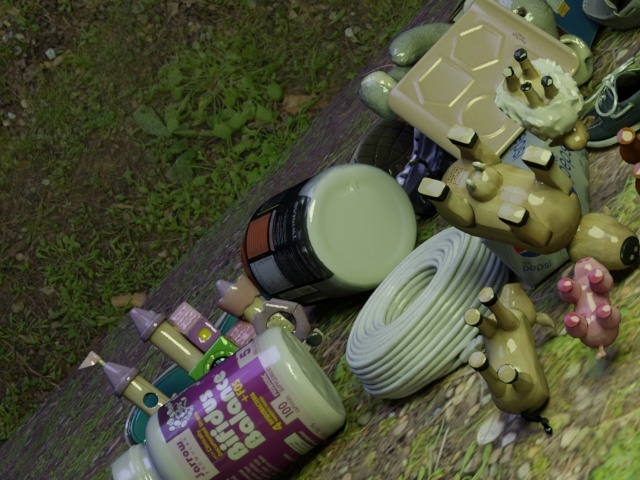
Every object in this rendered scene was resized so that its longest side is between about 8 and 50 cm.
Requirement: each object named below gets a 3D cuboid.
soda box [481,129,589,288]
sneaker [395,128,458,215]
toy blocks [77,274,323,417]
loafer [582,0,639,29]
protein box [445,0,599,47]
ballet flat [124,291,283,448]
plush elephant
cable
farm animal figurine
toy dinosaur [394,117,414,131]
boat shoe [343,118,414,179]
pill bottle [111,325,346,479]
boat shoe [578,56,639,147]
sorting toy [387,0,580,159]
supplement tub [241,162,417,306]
[{"bbox_3d":[0.278,-0.062,1.615,0.098,0.091,0.286,-42,13,28],"label":"soda box"},{"bbox_3d":[0.198,-0.142,2.088,0.106,0.078,0.234,23,92,44],"label":"sneaker"},{"bbox_3d":[-0.184,0.172,1.950,0.288,0.260,0.309,-49,-2,-8],"label":"toy blocks"},{"bbox_3d":[0.462,-0.381,1.870,0.319,0.112,0.112,-177,99,-76],"label":"loafer"},{"bbox_3d":[0.345,-0.383,2.084,0.136,0.201,0.199,-46,10,44],"label":"protein box"},{"bbox_3d":[-0.204,0.255,2.275,0.400,0.139,0.139,-51,12,-31],"label":"ballet flat"},{"bbox_3d":[0.258,-0.270,1.896,0.255,0.272,0.330,-47,8,31],"label":"plush elephant"},{"bbox_3d":[0.135,0.092,1.636,0.257,0.089,0.257,-42,14,28],"label":"cable"},{"bbox_3d":[0.238,0.001,1.347,0.330,0.172,0.327,-48,53,0],"label":"farm animal figurine"},{"bbox_3d":[0.244,-0.284,2.342,0.296,0.127,0.200,-26,43,-5],"label":"toy dinosaur"},{"bbox_3d":[0.082,-0.113,2.394,0.324,0.123,0.116,-52,10,-27],"label":"boat shoe"},{"bbox_3d":[-0.129,0.265,1.720,0.301,0.169,0.169,-37,13,6],"label":"pill bottle"},{"bbox_3d":[0.399,-0.184,1.604,0.095,0.079,0.254,-53,13,-20],"label":"boat shoe"},{"bbox_3d":[0.222,-0.214,1.729,0.208,0.193,0.038,-49,-30,-1],"label":"sorting toy"},{"bbox_3d":[0.000,0.000,2.112,0.207,0.207,0.338,-53,13,-22],"label":"supplement tub"}]
